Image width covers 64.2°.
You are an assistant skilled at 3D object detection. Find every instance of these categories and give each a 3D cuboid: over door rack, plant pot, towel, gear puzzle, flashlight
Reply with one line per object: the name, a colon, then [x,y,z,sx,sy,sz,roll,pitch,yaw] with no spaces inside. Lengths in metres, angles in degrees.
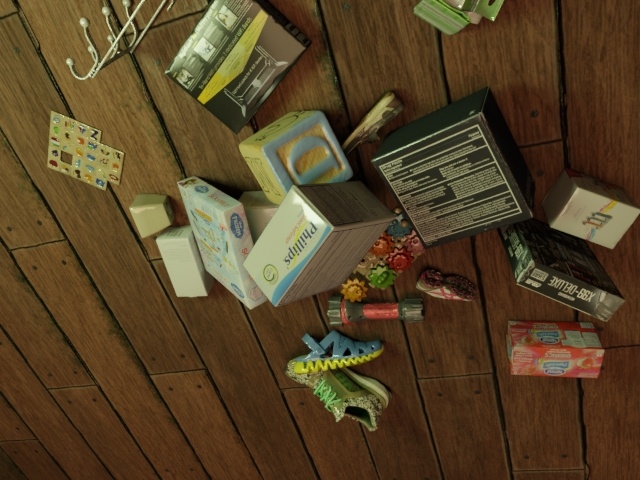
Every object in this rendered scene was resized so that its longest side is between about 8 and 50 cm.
over door rack: [-0.449,-0.536,1.217,0.324,0.239,0.108,-27,118,25]
plant pot: [-0.516,-0.086,1.588,0.096,0.109,0.109,-12,119,4]
towel: [0.272,-0.507,1.142,0.113,0.152,0.023,28,100,-8]
gear puzzle: [0.176,0.065,1.540,0.175,0.044,0.339,38,111,-12]
flashlight: [0.177,0.223,1.635,0.304,0.103,0.103,-3,117,15]

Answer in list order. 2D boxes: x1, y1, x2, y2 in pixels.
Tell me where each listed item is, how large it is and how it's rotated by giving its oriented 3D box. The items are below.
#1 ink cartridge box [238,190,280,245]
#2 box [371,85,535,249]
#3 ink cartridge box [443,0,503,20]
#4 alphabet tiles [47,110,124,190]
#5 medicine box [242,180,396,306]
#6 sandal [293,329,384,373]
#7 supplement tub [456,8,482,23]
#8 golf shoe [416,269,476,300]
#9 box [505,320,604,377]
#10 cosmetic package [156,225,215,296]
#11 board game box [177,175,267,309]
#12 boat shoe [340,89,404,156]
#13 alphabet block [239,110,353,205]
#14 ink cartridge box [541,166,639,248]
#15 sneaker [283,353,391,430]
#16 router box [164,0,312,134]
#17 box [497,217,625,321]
ink cartridge box: [-0.083,-0.032,1.513,0.306,0.131,0.226,-1,121,12]
box: [0.340,-0.175,1.286,0.296,0.183,0.294,-19,117,35]
ink cartridge box: [0.297,-0.563,1.092,0.209,0.062,0.109,39,126,26]
alphabet tiles: [-0.723,-0.266,1.572,0.237,0.009,0.198,22,122,-3]
medicine box: [0.000,0.000,1.259,0.149,0.289,0.263,49,122,22]
sandal: [0.057,0.369,1.742,0.317,0.138,0.126,-9,163,1]
supplement tub: [0.348,-0.552,1.143,0.071,0.071,0.107,21,123,-2]
golf shoe: [0.388,0.146,1.575,0.186,0.067,0.086,19,149,-1]
box: [0.716,0.335,1.578,0.256,0.128,0.123,-1,121,11]
cosmetic package: [-0.440,0.071,1.678,0.117,0.085,0.231,-2,123,13]
board game box: [-0.290,-0.001,1.496,0.318,0.066,0.318,30,139,48]
boat shoe: [0.130,-0.290,1.342,0.073,0.080,0.223,39,116,-7]
alphabet block: [-0.066,-0.208,1.321,0.192,0.197,0.193,-35,114,-16]
ink cartridge box: [0.698,-0.084,1.324,0.176,0.128,0.127,20,123,-2]
sneaker: [0.057,0.542,1.805,0.410,0.182,0.158,23,123,-2]
router box: [-0.213,-0.466,1.303,0.243,0.081,0.309,40,120,-14]
box: [0.606,0.051,1.321,0.242,0.307,0.076,23,119,-4]
